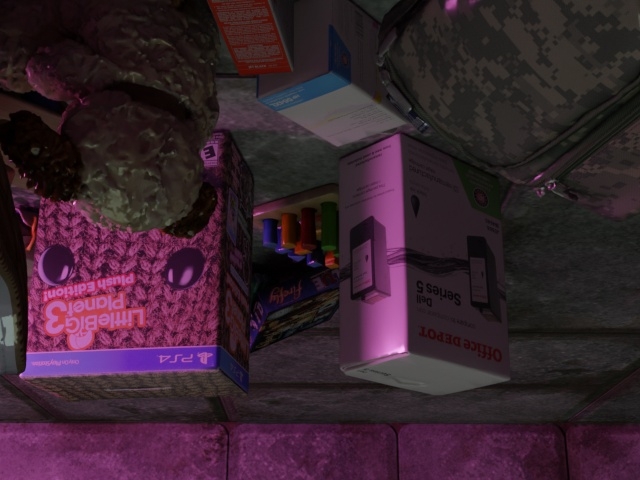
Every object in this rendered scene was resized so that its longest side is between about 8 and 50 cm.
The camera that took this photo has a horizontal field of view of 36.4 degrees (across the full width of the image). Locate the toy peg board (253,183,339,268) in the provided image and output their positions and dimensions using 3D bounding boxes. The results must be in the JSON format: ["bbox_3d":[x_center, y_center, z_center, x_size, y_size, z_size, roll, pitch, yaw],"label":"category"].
[{"bbox_3d":[0.000,0.000,1.369,0.160,0.079,0.161,-15,154,34],"label":"toy peg board"}]

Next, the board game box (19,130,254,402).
[{"bbox_3d":[-0.209,0.035,1.165,0.232,0.291,0.141,-4,159,8],"label":"board game box"}]

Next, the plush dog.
[{"bbox_3d":[-0.163,-0.113,0.867,0.262,0.225,0.210,19,152,-40],"label":"plush dog"}]

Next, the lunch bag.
[{"bbox_3d":[0.208,-0.177,0.754,0.256,0.213,0.305,23,153,-12],"label":"lunch bag"}]

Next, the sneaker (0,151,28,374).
[{"bbox_3d":[-0.293,0.023,0.692,0.153,0.099,0.282,-4,152,-13],"label":"sneaker"}]

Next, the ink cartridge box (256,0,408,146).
[{"bbox_3d":[0.018,-0.158,0.936,0.090,0.092,0.143,-15,154,35],"label":"ink cartridge box"}]

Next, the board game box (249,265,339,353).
[{"bbox_3d":[-0.040,0.111,1.622,0.165,0.042,0.243,-21,165,-18],"label":"board game box"}]

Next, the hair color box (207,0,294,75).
[{"bbox_3d":[-0.060,-0.216,0.786,0.053,0.093,0.167,-3,158,7],"label":"hair color box"}]

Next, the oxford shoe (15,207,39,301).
[{"bbox_3d":[-0.380,0.026,1.379,0.363,0.130,0.133,1,153,-3],"label":"oxford shoe"}]

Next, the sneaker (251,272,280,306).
[{"bbox_3d":[-0.158,0.065,1.583,0.223,0.098,0.083,0,131,-55],"label":"sneaker"}]

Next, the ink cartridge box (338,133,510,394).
[{"bbox_3d":[0.126,0.036,1.191,0.198,0.273,0.114,19,152,-40],"label":"ink cartridge box"}]

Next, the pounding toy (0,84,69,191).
[{"bbox_3d":[-0.317,-0.114,0.915,0.181,0.094,0.206,20,-166,-42],"label":"pounding toy"}]
